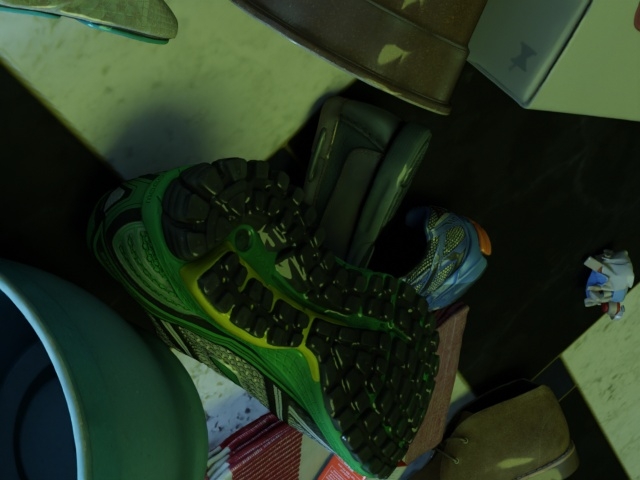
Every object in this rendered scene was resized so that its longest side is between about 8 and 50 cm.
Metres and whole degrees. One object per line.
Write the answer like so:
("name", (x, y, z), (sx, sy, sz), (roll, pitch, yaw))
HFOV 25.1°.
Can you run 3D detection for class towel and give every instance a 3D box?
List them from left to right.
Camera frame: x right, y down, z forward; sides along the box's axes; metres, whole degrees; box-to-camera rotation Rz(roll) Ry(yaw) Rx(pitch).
("towel", (0.003, 0.204, 1.358), (0.329, 0.037, 0.237), (-32, 147, -29))

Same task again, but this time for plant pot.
("plant pot", (-0.204, 0.136, 0.899), (0.272, 0.271, 0.255), (-50, 163, 10))
("plant pot", (0.046, -0.189, 0.879), (0.167, 0.167, 0.165), (13, 110, -53))

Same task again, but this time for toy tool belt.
("toy tool belt", (0.299, 0.047, 1.528), (0.051, 0.052, 0.083), (0, 133, -6))

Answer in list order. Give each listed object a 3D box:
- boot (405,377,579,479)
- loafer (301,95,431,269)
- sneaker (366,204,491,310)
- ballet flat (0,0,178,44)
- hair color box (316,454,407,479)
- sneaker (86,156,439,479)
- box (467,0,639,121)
("boot", (0.135, 0.245, 1.549), (0.305, 0.112, 0.115), (-24, 110, -22))
("loafer", (0.000, 0.000, 1.131), (0.267, 0.084, 0.096), (-63, 174, 35))
("sneaker", (0.045, 0.052, 1.235), (0.221, 0.083, 0.087), (-50, 134, 1))
("ballet flat", (-0.138, -0.148, 0.812), (0.168, 0.057, 0.052), (3, 116, -49))
("hair color box", (0.015, 0.255, 1.354), (0.072, 0.043, 0.141), (9, 117, -58))
("sneaker", (-0.029, 0.055, 1.044), (0.343, 0.146, 0.134), (49, 59, -38))
("box", (0.199, -0.179, 1.051), (0.232, 0.148, 0.127), (0, 128, -48))
